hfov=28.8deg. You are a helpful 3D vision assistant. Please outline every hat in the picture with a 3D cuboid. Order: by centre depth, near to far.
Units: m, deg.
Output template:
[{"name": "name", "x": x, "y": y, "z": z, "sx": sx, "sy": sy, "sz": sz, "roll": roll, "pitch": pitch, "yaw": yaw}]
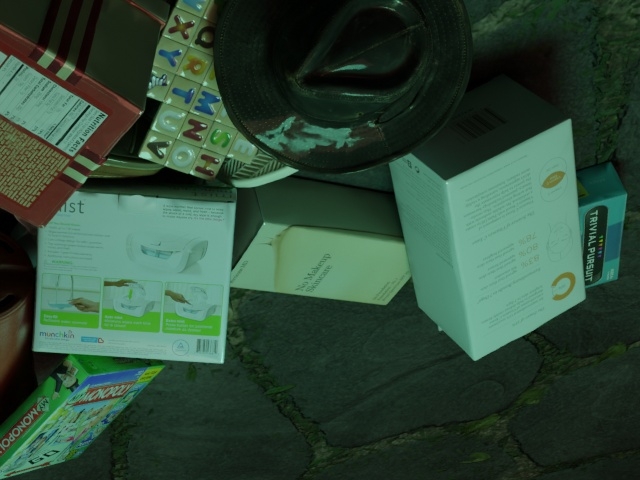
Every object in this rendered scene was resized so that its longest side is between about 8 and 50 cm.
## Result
[{"name": "hat", "x": 0.037, "y": -0.223, "z": 1.520, "sx": 0.331, "sy": 0.134, "sz": 0.331, "roll": -1, "pitch": 102, "yaw": -7}]

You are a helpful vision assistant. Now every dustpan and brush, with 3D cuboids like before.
[{"name": "dustpan and brush", "x": -0.404, "y": -0.010, "z": 1.798, "sx": 0.147, "sy": 0.060, "sz": 0.211, "roll": -17, "pitch": 143, "yaw": 0}]

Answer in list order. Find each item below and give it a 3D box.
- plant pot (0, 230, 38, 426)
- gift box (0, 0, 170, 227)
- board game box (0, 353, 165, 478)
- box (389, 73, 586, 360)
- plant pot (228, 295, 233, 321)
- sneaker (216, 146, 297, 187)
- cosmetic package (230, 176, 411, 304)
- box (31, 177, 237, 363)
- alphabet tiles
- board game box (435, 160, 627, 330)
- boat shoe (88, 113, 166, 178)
[{"name": "plant pot", "x": -0.521, "y": 0.130, "z": 1.770, "sx": 0.272, "sy": 0.272, "sz": 0.265, "roll": 0, "pitch": 136, "yaw": -23}, {"name": "gift box", "x": -0.339, "y": -0.221, "z": 1.397, "sx": 0.276, "sy": 0.258, "sz": 0.255, "roll": 36, "pitch": 122, "yaw": -25}, {"name": "board game box", "x": -0.365, "y": 0.250, "z": 1.842, "sx": 0.213, "sy": 0.046, "sz": 0.317, "roll": -45, "pitch": 169, "yaw": 7}, {"name": "box", "x": 0.249, "y": -0.032, "z": 1.841, "sx": 0.215, "sy": 0.168, "sz": 0.345, "roll": -27, "pitch": 130, "yaw": -16}, {"name": "plant pot", "x": -0.259, "y": 0.084, "z": 1.915, "sx": 0.237, "sy": 0.109, "sz": 0.237, "roll": -11, "pitch": 161, "yaw": -4}, {"name": "sneaker", "x": 0.012, "y": -0.164, "z": 1.726, "sx": 0.350, "sy": 0.131, "sz": 0.148, "roll": -23, "pitch": 163, "yaw": 22}, {"name": "cosmetic package", "x": 0.000, "y": 0.000, "z": 1.938, "sx": 0.309, "sy": 0.113, "sz": 0.160, "roll": 7, "pitch": 137, "yaw": -31}, {"name": "box", "x": -0.252, "y": 0.037, "z": 1.709, "sx": 0.262, "sy": 0.127, "sz": 0.231, "roll": 3, "pitch": 101, "yaw": -4}, {"name": "alphabet tiles", "x": -0.139, "y": -0.197, "z": 1.616, "sx": 0.198, "sy": 0.009, "sz": 0.237, "roll": 18, "pitch": 105, "yaw": -35}, {"name": "board game box", "x": 0.343, "y": 0.015, "z": 2.127, "sx": 0.336, "sy": 0.079, "sz": 0.253, "roll": -16, "pitch": 144, "yaw": -2}, {"name": "boat shoe", "x": -0.352, "y": -0.133, "z": 1.634, "sx": 0.307, "sy": 0.110, "sz": 0.104, "roll": 13, "pitch": 138, "yaw": -22}]
